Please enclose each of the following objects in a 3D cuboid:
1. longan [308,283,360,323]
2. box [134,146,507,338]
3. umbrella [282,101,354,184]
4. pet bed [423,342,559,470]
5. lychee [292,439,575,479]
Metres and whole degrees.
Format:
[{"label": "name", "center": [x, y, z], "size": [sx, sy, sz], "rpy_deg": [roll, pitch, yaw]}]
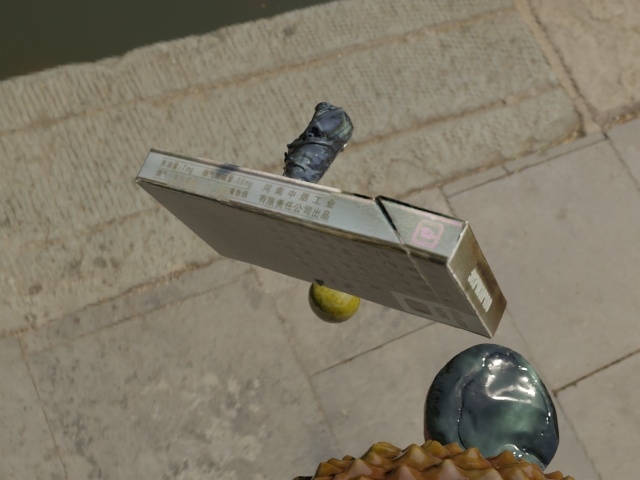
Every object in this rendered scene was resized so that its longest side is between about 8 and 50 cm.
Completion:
[{"label": "longan", "center": [0.018, 0.076, 1.192], "size": [0.075, 0.075, 0.083], "rpy_deg": [-4, 40, -16]}, {"label": "box", "center": [0.001, 0.001, 0.806], "size": [0.325, 0.180, 0.047], "rpy_deg": [15, 72, 28]}, {"label": "umbrella", "center": [-0.034, -0.083, 1.159], "size": [0.071, 0.080, 0.224], "rpy_deg": [21, 68, 25]}, {"label": "pet bed", "center": [0.229, 0.241, 1.163], "size": [0.201, 0.053, 0.201], "rpy_deg": [5, 68, -11]}, {"label": "lychee", "center": [0.065, 0.232, 0.436], "size": [0.267, 0.267, 0.267], "rpy_deg": [5, 67, -12]}]
